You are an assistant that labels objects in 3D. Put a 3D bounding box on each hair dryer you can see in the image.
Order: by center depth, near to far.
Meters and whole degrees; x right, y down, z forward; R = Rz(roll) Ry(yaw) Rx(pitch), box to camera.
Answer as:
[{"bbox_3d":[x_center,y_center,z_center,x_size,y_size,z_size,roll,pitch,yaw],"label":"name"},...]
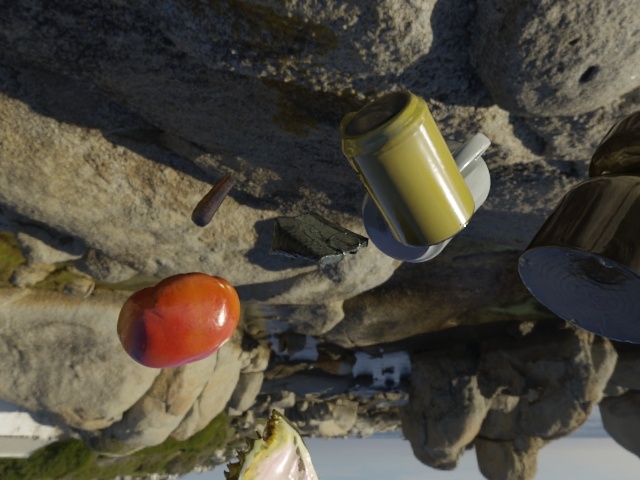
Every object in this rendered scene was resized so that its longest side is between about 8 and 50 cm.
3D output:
[{"bbox_3d":[0.065,-0.113,0.504,0.090,0.278,0.135,-35,120,7],"label":"hair dryer"}]

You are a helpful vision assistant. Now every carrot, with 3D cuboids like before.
[{"bbox_3d":[-0.167,-0.062,0.667,0.032,0.093,0.032,35,172,5],"label":"carrot"}]

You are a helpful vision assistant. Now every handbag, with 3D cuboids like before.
[{"bbox_3d":[0.000,0.000,1.001,0.175,0.088,0.270,18,-163,24],"label":"handbag"}]

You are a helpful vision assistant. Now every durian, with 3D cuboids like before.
[{"bbox_3d":[-0.079,0.412,0.603,0.186,0.305,0.195,-16,164,9],"label":"durian"}]

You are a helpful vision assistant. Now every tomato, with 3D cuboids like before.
[{"bbox_3d":[-0.301,0.175,0.937,0.260,0.180,0.260,-20,163,-6],"label":"tomato"}]

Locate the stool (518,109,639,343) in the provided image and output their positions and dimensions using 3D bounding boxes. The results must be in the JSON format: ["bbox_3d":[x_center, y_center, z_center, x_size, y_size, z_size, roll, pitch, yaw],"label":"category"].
[{"bbox_3d":[0.408,-0.023,0.561,0.179,0.264,0.179,38,162,14],"label":"stool"}]

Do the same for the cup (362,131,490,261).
[{"bbox_3d":[0.297,-0.129,1.118,0.327,0.237,0.323,-36,166,-41],"label":"cup"}]
